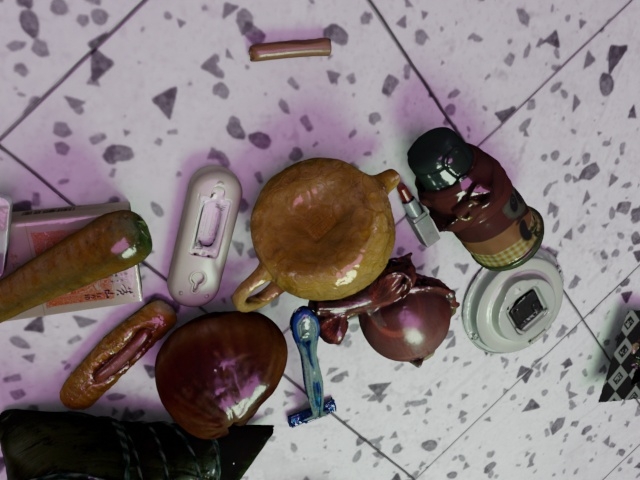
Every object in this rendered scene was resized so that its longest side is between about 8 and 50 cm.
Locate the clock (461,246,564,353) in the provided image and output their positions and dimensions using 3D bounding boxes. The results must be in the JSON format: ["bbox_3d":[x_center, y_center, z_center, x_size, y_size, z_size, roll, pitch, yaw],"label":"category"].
[{"bbox_3d":[0.389,0.126,1.014,0.237,0.053,0.236,-7,113,-17],"label":"clock"}]

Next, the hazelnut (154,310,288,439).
[{"bbox_3d":[-0.145,0.193,0.782,0.204,0.178,0.178,-24,116,-10],"label":"hazelnut"}]

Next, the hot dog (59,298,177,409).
[{"bbox_3d":[-0.307,0.174,0.784,0.216,0.047,0.066,-42,115,-1],"label":"hot dog"}]

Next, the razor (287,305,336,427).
[{"bbox_3d":[-0.013,0.222,0.841,0.093,0.056,0.324,-17,136,-14],"label":"razor"}]

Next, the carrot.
[{"bbox_3d":[-0.351,0.051,0.645,0.298,0.078,0.078,-28,117,-5],"label":"carrot"}]

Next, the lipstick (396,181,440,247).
[{"bbox_3d":[0.158,-0.047,0.877,0.030,0.030,0.129,-37,117,-3],"label":"lipstick"}]

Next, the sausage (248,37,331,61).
[{"bbox_3d":[-0.042,-0.264,0.725,0.116,0.026,0.026,-11,113,-15],"label":"sausage"}]

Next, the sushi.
[{"bbox_3d":[0.718,0.252,1.185,0.231,0.047,0.219,5,103,-26],"label":"sushi"}]

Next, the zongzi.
[{"bbox_3d":[-0.250,0.363,0.799,0.362,0.319,0.383,-40,134,-16],"label":"zongzi"}]

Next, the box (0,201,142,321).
[{"bbox_3d":[-0.353,0.027,0.705,0.201,0.058,0.141,-6,111,-18],"label":"box"}]

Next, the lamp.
[{"bbox_3d":[0.112,0.114,0.859,0.215,0.151,0.223,-33,112,10],"label":"lamp"}]

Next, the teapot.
[{"bbox_3d":[0.000,0.000,0.770,0.311,0.203,0.167,-43,160,-2],"label":"teapot"}]

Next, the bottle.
[{"bbox_3d":[0.240,-0.063,0.829,0.271,0.156,0.143,40,87,-32],"label":"bottle"}]

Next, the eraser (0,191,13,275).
[{"bbox_3d":[-0.409,-0.008,0.623,0.065,0.026,0.105,6,106,-24],"label":"eraser"}]

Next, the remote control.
[{"bbox_3d":[-0.171,-0.001,0.768,0.078,0.042,0.221,10,106,-24],"label":"remote control"}]
